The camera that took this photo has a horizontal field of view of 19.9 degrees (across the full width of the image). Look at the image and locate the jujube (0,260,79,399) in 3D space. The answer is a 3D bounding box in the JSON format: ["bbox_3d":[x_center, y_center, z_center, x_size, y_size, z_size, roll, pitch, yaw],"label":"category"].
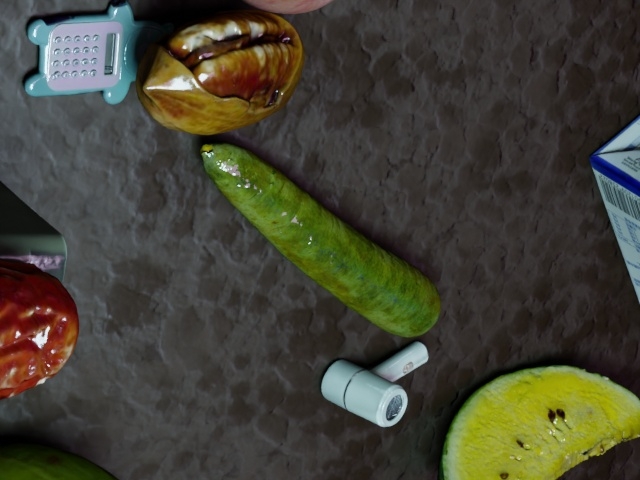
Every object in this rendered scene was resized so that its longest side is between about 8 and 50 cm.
[{"bbox_3d":[-0.265,0.070,1.368,0.176,0.109,0.112,-4,149,-35],"label":"jujube"}]

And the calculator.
[{"bbox_3d":[-0.190,-0.161,1.577,0.141,0.019,0.094,-9,115,-34],"label":"calculator"}]

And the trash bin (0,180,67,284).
[{"bbox_3d":[-0.351,0.025,1.464,0.241,0.164,0.122,0,113,-34],"label":"trash bin"}]

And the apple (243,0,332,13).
[{"bbox_3d":[-0.020,-0.270,1.577,0.153,0.120,0.153,-18,123,-30],"label":"apple"}]

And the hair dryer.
[{"bbox_3d":[0.075,0.142,1.915,0.137,0.082,0.047,-28,129,-43],"label":"hair dryer"}]

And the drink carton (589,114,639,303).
[{"bbox_3d":[0.419,-0.001,2.071,0.130,0.106,0.315,-38,131,-13],"label":"drink carton"}]

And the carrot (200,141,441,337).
[{"bbox_3d":[0.000,0.000,1.777,0.358,0.074,0.074,37,89,-42],"label":"carrot"}]

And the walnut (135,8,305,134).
[{"bbox_3d":[-0.089,-0.147,1.583,0.207,0.116,0.115,-18,126,-53],"label":"walnut"}]

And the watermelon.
[{"bbox_3d":[0.229,0.225,2.034,0.301,0.129,0.123,-23,129,-33],"label":"watermelon"}]

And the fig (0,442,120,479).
[{"bbox_3d":[-0.251,0.284,1.641,0.203,0.225,0.203,-9,101,-52],"label":"fig"}]
